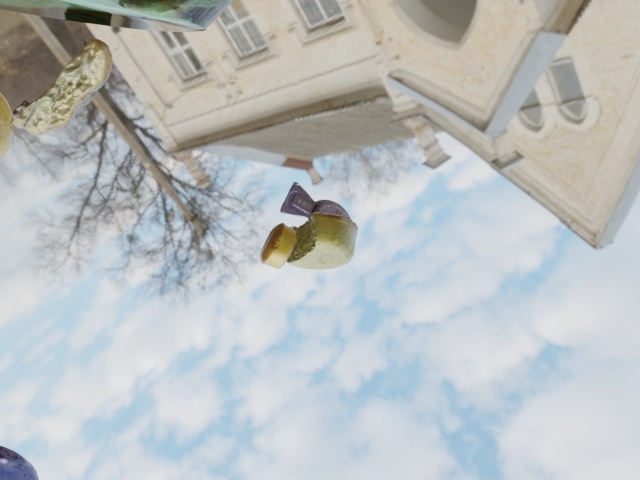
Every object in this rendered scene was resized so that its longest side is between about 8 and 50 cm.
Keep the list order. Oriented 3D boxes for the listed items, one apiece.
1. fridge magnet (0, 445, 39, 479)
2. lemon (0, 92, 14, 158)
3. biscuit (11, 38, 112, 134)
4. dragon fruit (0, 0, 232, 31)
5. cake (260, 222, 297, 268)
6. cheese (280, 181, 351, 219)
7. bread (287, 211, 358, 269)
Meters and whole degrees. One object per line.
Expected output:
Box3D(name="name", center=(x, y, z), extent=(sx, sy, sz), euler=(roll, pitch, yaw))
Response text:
Box3D(name="fridge magnet", center=(-0.586, 0.424, 0.985), extent=(0.265, 0.265, 0.113), euler=(-37, -143, -9))
Box3D(name="lemon", center=(-0.684, -0.230, 1.181), extent=(0.187, 0.244, 0.187), euler=(-17, 164, -5))
Box3D(name="biscuit", center=(-0.374, -0.230, 0.944), extent=(0.183, 0.061, 0.118), euler=(-42, -163, 11))
Box3D(name="dragon fruit", center=(-0.144, -0.200, 0.357), extent=(0.268, 0.130, 0.295), euler=(15, -167, 43))
Box3D(name="cake", center=(-0.077, 0.010, 1.128), extent=(0.084, 0.044, 0.084), euler=(-58, -167, 21))
Box3D(name="cheese", center=(0.000, -0.063, 1.514), extent=(0.042, 0.191, 0.105), euler=(-38, -156, 59))
Box3D(name="bread", center=(0.007, 0.004, 1.200), extent=(0.156, 0.125, 0.086), euler=(-31, -133, 51))
